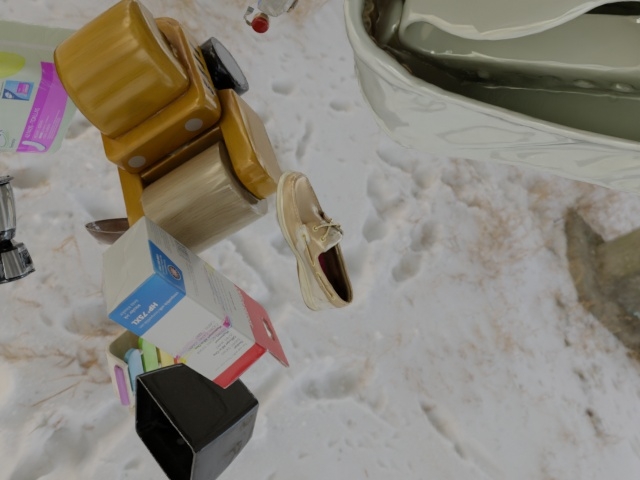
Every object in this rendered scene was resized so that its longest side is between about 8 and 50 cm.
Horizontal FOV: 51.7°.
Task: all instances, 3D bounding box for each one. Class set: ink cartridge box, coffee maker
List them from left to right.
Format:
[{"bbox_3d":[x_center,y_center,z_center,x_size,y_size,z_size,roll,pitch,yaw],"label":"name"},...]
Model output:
[{"bbox_3d":[-0.593,-0.013,1.135,0.120,0.171,0.178,-37,123,-66],"label":"coffee maker"},{"bbox_3d":[-0.150,0.088,0.812,0.231,0.078,0.134,43,9,-35],"label":"ink cartridge box"}]

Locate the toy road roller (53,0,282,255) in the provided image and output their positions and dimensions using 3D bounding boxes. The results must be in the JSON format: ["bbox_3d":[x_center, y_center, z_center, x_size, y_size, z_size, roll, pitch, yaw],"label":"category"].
[{"bbox_3d":[-0.215,-0.161,0.886,0.240,0.202,0.329,38,26,-58],"label":"toy road roller"}]

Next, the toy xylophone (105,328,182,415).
[{"bbox_3d":[-0.359,0.249,1.483,0.322,0.081,0.236,-54,147,-47],"label":"toy xylophone"}]

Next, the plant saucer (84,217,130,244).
[{"bbox_3d":[-0.394,-0.018,1.396,0.198,0.199,0.036,-11,106,-51],"label":"plant saucer"}]

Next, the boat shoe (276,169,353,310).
[{"bbox_3d":[0.000,0.000,0.746,0.063,0.059,0.170,-38,118,-48],"label":"boat shoe"}]

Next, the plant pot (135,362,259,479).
[{"bbox_3d":[-0.220,0.328,1.217,0.167,0.187,0.188,-24,53,-35],"label":"plant pot"}]

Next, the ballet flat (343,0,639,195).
[{"bbox_3d":[0.184,-0.081,0.303,0.139,0.400,0.139,-32,128,-54],"label":"ballet flat"}]

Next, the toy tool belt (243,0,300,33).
[{"bbox_3d":[-0.046,-0.262,0.691,0.052,0.083,0.051,21,52,-19],"label":"toy tool belt"}]

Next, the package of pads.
[{"bbox_3d":[-0.509,-0.223,0.963,0.296,0.229,0.101,-1,67,-36],"label":"package of pads"}]
